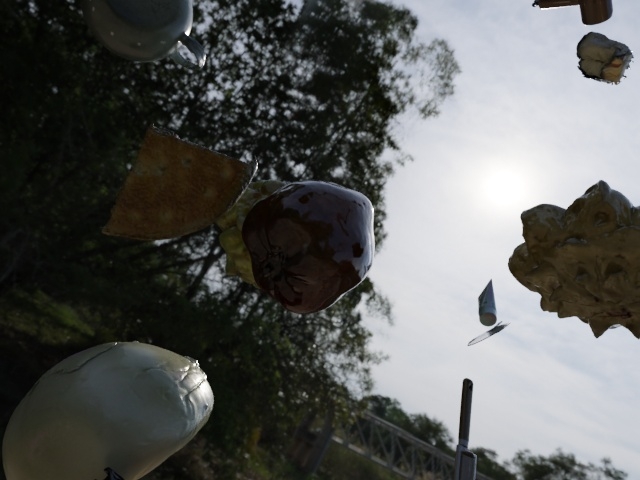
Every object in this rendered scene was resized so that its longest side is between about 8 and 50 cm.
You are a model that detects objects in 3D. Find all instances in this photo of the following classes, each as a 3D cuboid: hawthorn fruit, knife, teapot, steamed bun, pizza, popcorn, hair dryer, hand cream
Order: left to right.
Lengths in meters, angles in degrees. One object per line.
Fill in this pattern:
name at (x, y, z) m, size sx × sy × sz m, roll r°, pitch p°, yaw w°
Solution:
steamed bun at (-0.371, 0.295, 0.923) m, size 0.233 × 0.334 × 0.312 m, roll 59°, pitch -11°, yaw 4°
teapot at (-0.335, -0.423, 0.983) m, size 0.294 × 0.193 × 0.129 m, roll 40°, pitch -19°, yaw -18°
pizza at (-0.256, -0.106, 0.931) m, size 0.197 × 0.292 × 0.058 m, roll 64°, pitch -11°, yaw -13°
popcorn at (-0.121, -0.008, 1.394) m, size 0.335 × 0.274 × 0.279 m, roll 36°, pitch 13°, yaw -45°
hawthorn fruit at (0.000, 0.000, 0.877) m, size 0.208 × 0.248 × 0.208 m, roll 15°, pitch -65°, yaw 34°
knife at (0.234, 0.344, 0.851) m, size 0.046 × 0.256 × 0.022 m, roll 35°, pitch -38°, yaw -28°
hand cream at (0.465, 0.174, 1.499) m, size 0.047 × 0.174 × 0.076 m, roll 27°, pitch -63°, yaw 0°
hair dryer at (0.549, -0.540, 1.184) m, size 0.182 × 0.064 × 0.117 m, roll 23°, pitch -30°, yaw 51°
steamed bun at (0.423, 0.052, 0.799) m, size 0.292 × 0.137 × 0.295 m, roll 5°, pitch -35°, yaw 31°

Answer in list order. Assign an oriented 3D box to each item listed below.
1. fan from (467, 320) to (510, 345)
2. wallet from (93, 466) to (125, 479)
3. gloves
fan at (0.409, 0.215, 1.275) m, size 0.113 × 0.175 × 0.005 m, roll -35°, pitch -103°, yaw 31°
wallet at (-0.224, 0.407, 0.734) m, size 0.196 × 0.042 × 0.161 m, roll 28°, pitch -37°, yaw 26°
gloves at (0.738, -0.477, 1.403) m, size 0.153 × 0.070 × 0.114 m, roll 50°, pitch -27°, yaw 37°
